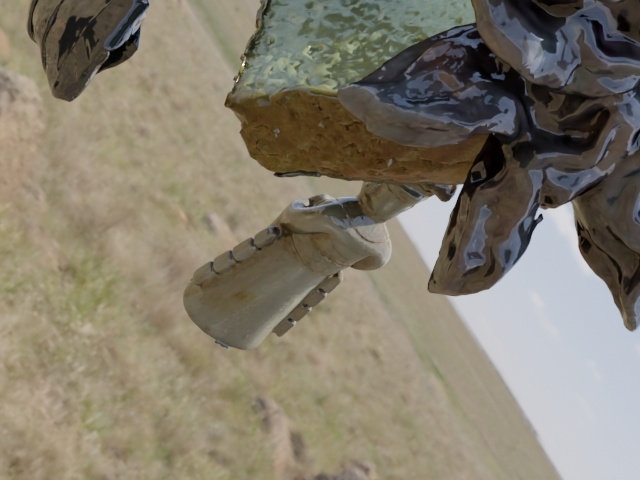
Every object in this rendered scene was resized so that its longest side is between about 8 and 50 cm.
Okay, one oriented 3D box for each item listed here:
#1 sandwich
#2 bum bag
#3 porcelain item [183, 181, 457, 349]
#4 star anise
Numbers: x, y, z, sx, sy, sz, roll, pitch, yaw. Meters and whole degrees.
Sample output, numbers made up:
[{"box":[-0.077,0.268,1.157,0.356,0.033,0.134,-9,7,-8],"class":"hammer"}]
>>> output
[{"box":[0.075,-0.143,0.643,0.087,0.226,0.251,76,18,-50],"class":"sandwich"},{"box":[-0.155,-0.149,0.700,0.049,0.087,0.197,29,13,-34],"class":"bum bag"},{"box":[0.000,0.000,0.724,0.084,0.213,0.054,29,38,-34],"class":"porcelain item"},{"box":[0.134,-0.083,0.447,0.212,0.283,0.129,38,16,-27],"class":"star anise"}]
